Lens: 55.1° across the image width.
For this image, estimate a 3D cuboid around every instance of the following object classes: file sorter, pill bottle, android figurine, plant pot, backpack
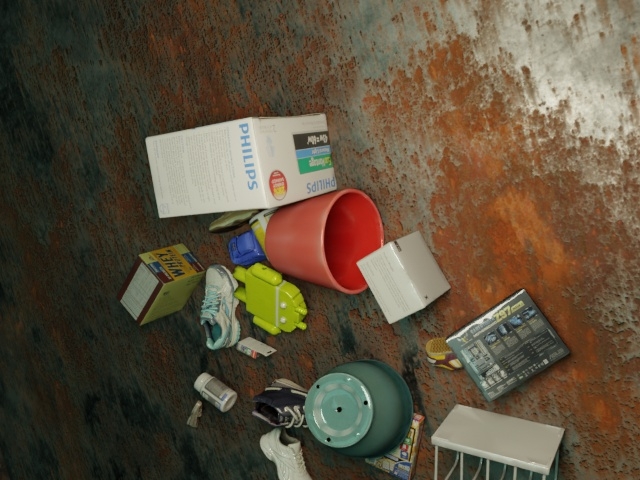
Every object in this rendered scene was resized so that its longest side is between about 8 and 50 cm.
[{"bbox_3d":[0.442,0.554,1.528,0.277,0.193,0.173,5,106,31],"label":"file sorter"},{"bbox_3d":[-0.127,0.001,1.806,0.103,0.103,0.184,-31,83,32],"label":"pill bottle"},{"bbox_3d":[-0.151,0.181,1.857,0.273,0.056,0.248,27,134,24],"label":"android figurine"},{"bbox_3d":[-0.355,0.510,2.070,0.137,0.078,0.078,30,114,23],"label":"pill bottle"},{"bbox_3d":[0.088,0.445,1.627,0.271,0.255,0.272,-5,74,20],"label":"plant pot"},{"bbox_3d":[0.000,0.000,1.654,0.243,0.275,0.275,2,101,41],"label":"plant pot"},{"bbox_3d":[-0.227,0.020,1.873,0.120,0.101,0.098,-23,64,35],"label":"backpack"}]

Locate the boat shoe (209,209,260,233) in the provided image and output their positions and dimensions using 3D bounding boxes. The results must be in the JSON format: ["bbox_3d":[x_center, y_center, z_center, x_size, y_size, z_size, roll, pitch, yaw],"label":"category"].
[{"bbox_3d":[-0.270,-0.077,1.908,0.190,0.068,0.072,-18,78,23],"label":"boat shoe"}]

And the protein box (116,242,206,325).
[{"bbox_3d":[-0.524,0.141,2.021,0.136,0.200,0.201,45,119,16],"label":"protein box"}]

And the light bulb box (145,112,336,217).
[{"bbox_3d":[-0.204,-0.205,1.660,0.361,0.358,0.225,-4,100,31],"label":"light bulb box"}]

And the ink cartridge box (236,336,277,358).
[{"bbox_3d":[-0.203,0.348,1.950,0.115,0.063,0.029,21,109,26],"label":"ink cartridge box"}]

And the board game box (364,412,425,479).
[{"bbox_3d":[0.210,0.572,1.757,0.146,0.045,0.193,16,108,28],"label":"board game box"}]

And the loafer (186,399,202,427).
[{"bbox_3d":[-0.435,0.614,2.167,0.039,0.045,0.125,30,122,4],"label":"loafer"}]

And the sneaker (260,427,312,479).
[{"bbox_3d":[-0.091,0.693,1.944,0.232,0.090,0.115,49,117,12],"label":"sneaker"}]

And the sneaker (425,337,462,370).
[{"bbox_3d":[0.370,0.297,1.596,0.185,0.069,0.084,0,133,20],"label":"sneaker"}]

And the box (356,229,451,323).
[{"bbox_3d":[0.216,0.090,1.571,0.119,0.182,0.181,-32,83,34],"label":"box"}]

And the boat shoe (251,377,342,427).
[{"bbox_3d":[-0.047,0.525,1.837,0.340,0.158,0.127,10,106,30],"label":"boat shoe"}]

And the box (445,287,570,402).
[{"bbox_3d":[0.450,0.254,1.492,0.232,0.059,0.183,-37,81,10],"label":"box"}]

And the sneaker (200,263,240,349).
[{"bbox_3d":[-0.328,0.216,1.964,0.110,0.122,0.283,-3,99,31],"label":"sneaker"}]
